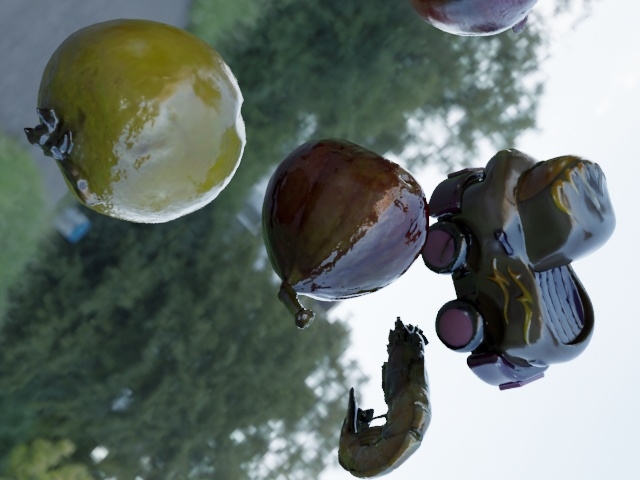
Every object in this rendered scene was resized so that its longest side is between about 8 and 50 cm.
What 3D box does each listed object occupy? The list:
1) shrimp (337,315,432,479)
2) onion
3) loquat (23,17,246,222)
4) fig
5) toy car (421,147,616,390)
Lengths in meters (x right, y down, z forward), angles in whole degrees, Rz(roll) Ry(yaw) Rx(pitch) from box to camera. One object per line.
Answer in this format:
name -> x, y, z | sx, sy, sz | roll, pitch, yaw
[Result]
shrimp -> 0.093, 0.239, 1.608 | 0.178, 0.075, 0.289 | -38, -150, 28
onion -> 0.170, -0.276, 1.152 | 0.159, 0.195, 0.159 | -12, -116, 26
loquat -> -0.204, -0.131, 1.227 | 0.244, 0.244, 0.244 | -40, -166, 12
fig -> 0.004, 0.003, 1.318 | 0.249, 0.204, 0.186 | -50, 162, -20
toy car -> 0.311, 0.032, 1.605 | 0.240, 0.340, 0.271 | -16, 177, 36
